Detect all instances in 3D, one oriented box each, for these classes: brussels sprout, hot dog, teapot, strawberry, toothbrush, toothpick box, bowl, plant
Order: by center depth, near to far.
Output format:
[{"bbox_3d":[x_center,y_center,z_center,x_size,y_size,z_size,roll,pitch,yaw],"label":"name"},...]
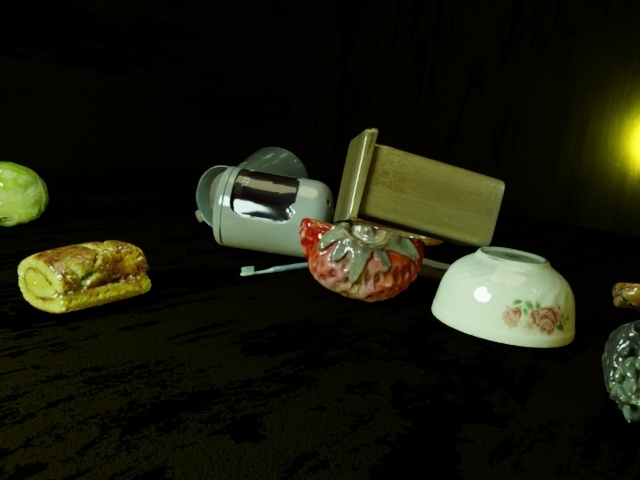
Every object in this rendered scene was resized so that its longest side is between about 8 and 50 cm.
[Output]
[{"bbox_3d":[0.461,0.181,0.815,0.132,0.129,0.194,10,8,15],"label":"plant"},{"bbox_3d":[0.364,0.096,1.173,0.277,0.145,0.277,6,13,-2],"label":"bowl"},{"bbox_3d":[0.204,-0.094,1.263,0.309,0.190,0.187,14,-3,-8],"label":"toothpick box"},{"bbox_3d":[0.080,0.044,1.279,0.265,0.149,0.336,9,0,-1],"label":"strawberry"},{"bbox_3d":[-0.093,0.062,1.366,0.220,0.019,0.016,-4,10,-44],"label":"toothbrush"},{"bbox_3d":[0.800,0.141,1.400,0.250,0.067,0.100,7,-2,-10],"label":"hot dog"},{"bbox_3d":[-0.791,-0.119,1.482,0.223,0.161,0.223,14,8,-2],"label":"brussels sprout"},{"bbox_3d":[-0.099,-0.058,1.544,0.317,0.228,0.229,10,11,5],"label":"toothpick box"},{"bbox_3d":[-0.221,-0.146,1.861,0.300,0.253,0.344,-25,0,29],"label":"teapot"},{"bbox_3d":[0.269,-0.052,1.960,0.338,0.100,0.135,13,57,19],"label":"hot dog"}]

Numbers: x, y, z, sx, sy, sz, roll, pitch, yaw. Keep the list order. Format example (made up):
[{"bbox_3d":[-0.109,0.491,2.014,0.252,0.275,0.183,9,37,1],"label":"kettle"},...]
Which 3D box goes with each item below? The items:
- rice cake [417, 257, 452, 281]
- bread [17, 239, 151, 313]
[{"bbox_3d":[0.246,0.065,1.488,0.290,0.051,0.081,15,4,41],"label":"rice cake"},{"bbox_3d":[-0.385,0.056,0.986,0.132,0.103,0.172,7,12,36],"label":"bread"}]
